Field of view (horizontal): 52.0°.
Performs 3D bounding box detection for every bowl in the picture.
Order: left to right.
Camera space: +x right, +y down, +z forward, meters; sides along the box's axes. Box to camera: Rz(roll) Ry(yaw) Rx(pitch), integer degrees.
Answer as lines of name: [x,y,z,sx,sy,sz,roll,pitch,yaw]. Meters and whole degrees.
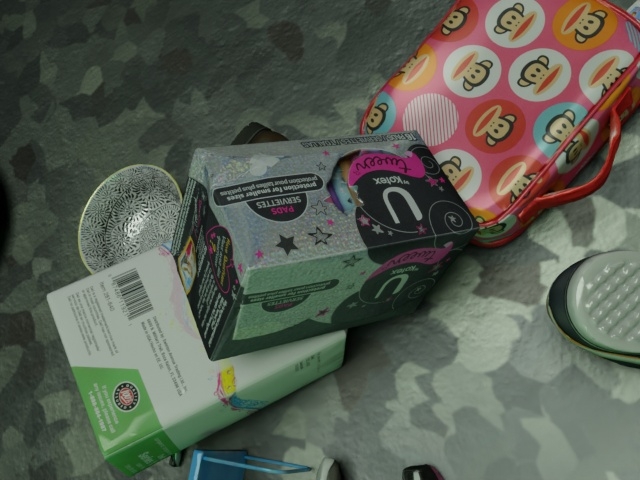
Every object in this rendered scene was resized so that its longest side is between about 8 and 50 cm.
bowl: [-0.243,-0.014,0.914,0.170,0.080,0.170,-7,71,21]

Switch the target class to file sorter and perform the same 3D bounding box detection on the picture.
file sorter: [-0.083,0.325,0.716,0.104,0.118,0.170,4,75,21]

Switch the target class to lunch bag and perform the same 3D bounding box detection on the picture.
lunch bag: [0.218,-0.146,0.740,0.293,0.120,0.258,-48,61,4]

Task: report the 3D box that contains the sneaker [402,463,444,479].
sneaker: [0.099,0.323,0.669,0.077,0.072,0.178,-21,60,27]

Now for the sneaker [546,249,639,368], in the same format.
sneaker: [0.373,0.072,0.615,0.320,0.127,0.126,13,84,1]

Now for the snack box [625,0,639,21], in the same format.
snack box: [0.406,-0.201,0.736,0.064,0.022,0.178,-45,62,5]

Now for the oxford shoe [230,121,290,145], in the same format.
oxford shoe: [-0.105,-0.044,0.867,0.096,0.083,0.227,28,86,23]

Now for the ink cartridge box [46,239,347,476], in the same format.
ink cartridge box: [-0.136,0.106,0.755,0.278,0.117,0.201,-25,63,-14]

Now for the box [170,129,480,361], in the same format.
box: [0.000,0.000,0.650,0.247,0.163,0.142,-10,58,-29]

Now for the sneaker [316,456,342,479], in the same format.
sneaker: [0.026,0.318,0.717,0.064,0.061,0.158,-1,71,-6]

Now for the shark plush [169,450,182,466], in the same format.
shark plush: [-0.162,0.204,0.826,0.067,0.073,0.161,16,73,-4]
